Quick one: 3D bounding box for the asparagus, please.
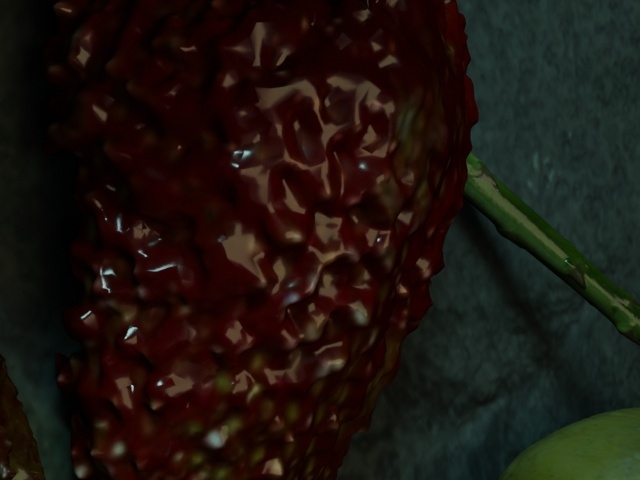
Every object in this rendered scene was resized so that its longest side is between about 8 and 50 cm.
[{"bbox_3d":[0.160,0.030,0.903,0.248,0.025,0.024,38,22,-13],"label":"asparagus"}]

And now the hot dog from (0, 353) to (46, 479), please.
[{"bbox_3d":[-0.179,0.104,0.542,0.227,0.099,0.160,-42,120,-43],"label":"hot dog"}]

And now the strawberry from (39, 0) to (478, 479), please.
[{"bbox_3d":[0.000,0.000,0.714,0.233,0.138,0.306,-4,91,-49],"label":"strawberry"}]

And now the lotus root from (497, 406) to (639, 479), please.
[{"bbox_3d":[0.182,0.179,0.904,0.343,0.151,0.169,2,64,-44],"label":"lotus root"}]
